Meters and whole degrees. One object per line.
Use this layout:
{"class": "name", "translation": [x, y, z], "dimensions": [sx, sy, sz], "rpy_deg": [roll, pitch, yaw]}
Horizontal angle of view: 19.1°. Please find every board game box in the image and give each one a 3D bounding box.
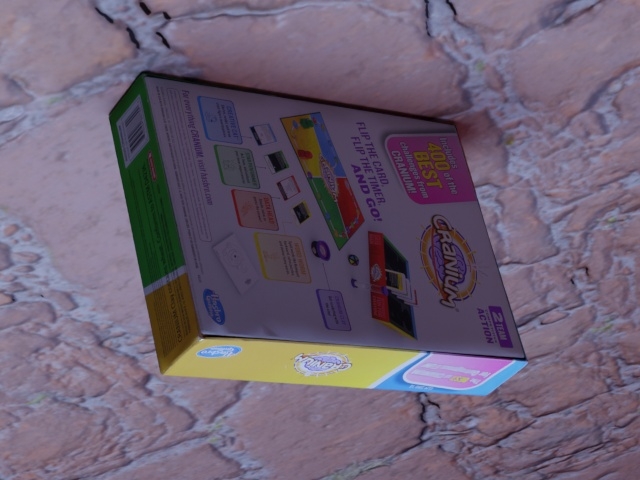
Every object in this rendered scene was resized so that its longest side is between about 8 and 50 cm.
{"class": "board game box", "translation": [0.000, 0.000, 1.538], "dimensions": [0.316, 0.242, 0.064], "rpy_deg": [7, 145, -33]}
